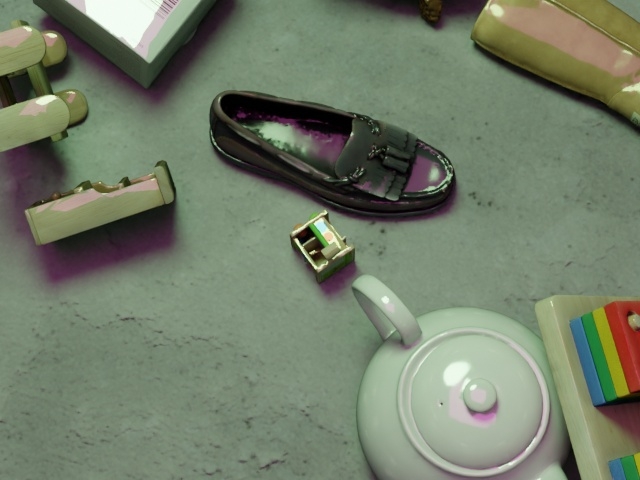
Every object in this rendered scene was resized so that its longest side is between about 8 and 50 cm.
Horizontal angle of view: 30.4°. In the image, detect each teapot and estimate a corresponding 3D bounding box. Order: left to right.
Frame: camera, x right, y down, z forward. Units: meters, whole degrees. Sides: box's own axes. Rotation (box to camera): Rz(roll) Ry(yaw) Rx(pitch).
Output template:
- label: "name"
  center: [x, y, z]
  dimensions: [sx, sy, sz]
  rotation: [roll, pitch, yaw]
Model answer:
- label: "teapot"
  center: [0.152, 0.172, 1.235]
  dimensions: [0.256, 0.187, 0.252]
  rotation: [4, 72, 3]

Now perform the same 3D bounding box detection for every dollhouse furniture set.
- label: "dollhouse furniture set"
  center: [-0.280, -0.138, 1.335]
  dimensions: [0.161, 0.212, 0.242]
  rotation: [-18, 100, -3]

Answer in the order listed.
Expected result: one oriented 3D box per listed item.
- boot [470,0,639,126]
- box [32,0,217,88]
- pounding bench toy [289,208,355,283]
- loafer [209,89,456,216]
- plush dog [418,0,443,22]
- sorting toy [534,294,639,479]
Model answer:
- label: "boot"
  center: [0.356, -0.272, 1.421]
  dimensions: [0.269, 0.089, 0.236]
  rotation: [34, 76, 12]
- label: "box"
  center: [-0.224, -0.315, 1.411]
  dimensions: [0.182, 0.119, 0.181]
  rotation: [37, 77, -3]
- label: "pounding bench toy"
  center: [0.000, 0.000, 1.345]
  dimensions: [0.052, 0.083, 0.065]
  rotation: [-34, 76, -9]
- label: "loafer"
  center: [0.011, -0.105, 1.371]
  dimensions: [0.303, 0.095, 0.109]
  rotation: [16, 74, 6]
- label: "plush dog"
  center: [0.120, -0.414, 1.438]
  dimensions: [0.263, 0.210, 0.225]
  rotation: [-9, 53, 16]
- label: "sorting toy"
  center: [0.363, 0.171, 1.204]
  dimensions: [0.255, 0.089, 0.257]
  rotation: [3, 66, -42]
